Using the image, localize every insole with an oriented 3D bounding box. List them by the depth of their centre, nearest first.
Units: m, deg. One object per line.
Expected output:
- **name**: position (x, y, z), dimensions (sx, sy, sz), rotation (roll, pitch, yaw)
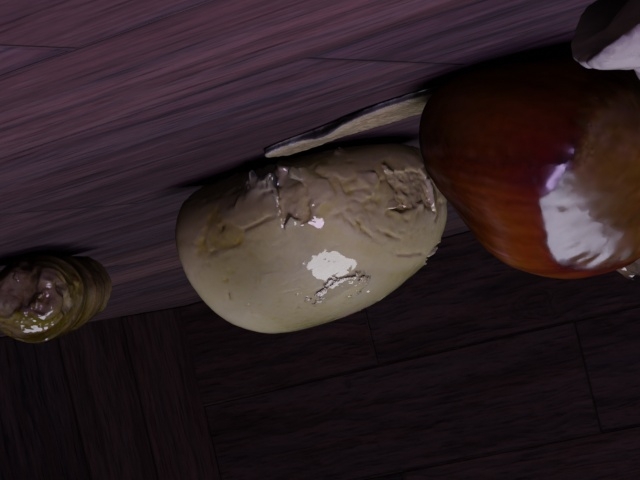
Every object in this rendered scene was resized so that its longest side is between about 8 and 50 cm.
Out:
- **insole**: position (0.040, -0.103, 1.639), dimensions (0.081, 0.011, 0.248), rotation (-11, 176, -42)

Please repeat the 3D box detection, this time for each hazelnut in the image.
- **hazelnut**: position (0.187, -0.071, 1.513), dimensions (0.186, 0.210, 0.210), rotation (-38, 173, 8)

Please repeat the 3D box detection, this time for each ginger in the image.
- **ginger**: position (-0.330, 0.067, 2.247), dimensions (0.109, 0.116, 0.263), rotation (27, -173, 6)

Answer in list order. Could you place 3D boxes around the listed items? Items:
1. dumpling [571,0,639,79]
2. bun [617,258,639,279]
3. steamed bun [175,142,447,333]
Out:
- **dumpling**: position (0.272, -0.130, 1.155), dimensions (0.250, 0.132, 0.162), rotation (2, -166, 29)
- **bun**: position (0.455, -0.050, 2.519), dimensions (0.281, 0.205, 0.281), rotation (-13, 175, -1)
- **steamed bun**: position (0.000, 0.000, 1.871), dimensions (0.232, 0.166, 0.273), rotation (-14, 177, 33)
